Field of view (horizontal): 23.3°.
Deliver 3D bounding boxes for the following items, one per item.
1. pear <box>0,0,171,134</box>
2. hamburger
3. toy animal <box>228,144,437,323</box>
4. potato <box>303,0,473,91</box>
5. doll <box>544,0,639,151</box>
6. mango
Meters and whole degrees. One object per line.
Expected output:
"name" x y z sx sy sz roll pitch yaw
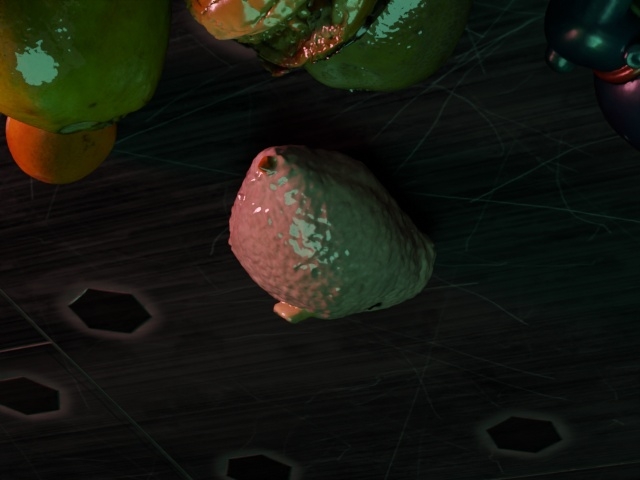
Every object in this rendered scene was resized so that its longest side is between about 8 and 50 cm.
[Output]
"pear" -0.293 -0.265 1.692 0.269 0.269 0.321 -18 119 29
"hamburger" -0.039 -0.307 1.611 0.244 0.244 0.163 -24 144 35
"toy animal" -0.004 -0.004 2.052 0.226 0.188 0.358 -20 136 23
"potato" 0.076 -0.261 1.719 0.174 0.159 0.251 -5 147 -38
"doll" 0.374 -0.202 1.723 0.322 0.198 0.186 32 108 -20
"mango" -0.328 -0.147 1.974 0.141 0.102 0.217 7 147 -12
